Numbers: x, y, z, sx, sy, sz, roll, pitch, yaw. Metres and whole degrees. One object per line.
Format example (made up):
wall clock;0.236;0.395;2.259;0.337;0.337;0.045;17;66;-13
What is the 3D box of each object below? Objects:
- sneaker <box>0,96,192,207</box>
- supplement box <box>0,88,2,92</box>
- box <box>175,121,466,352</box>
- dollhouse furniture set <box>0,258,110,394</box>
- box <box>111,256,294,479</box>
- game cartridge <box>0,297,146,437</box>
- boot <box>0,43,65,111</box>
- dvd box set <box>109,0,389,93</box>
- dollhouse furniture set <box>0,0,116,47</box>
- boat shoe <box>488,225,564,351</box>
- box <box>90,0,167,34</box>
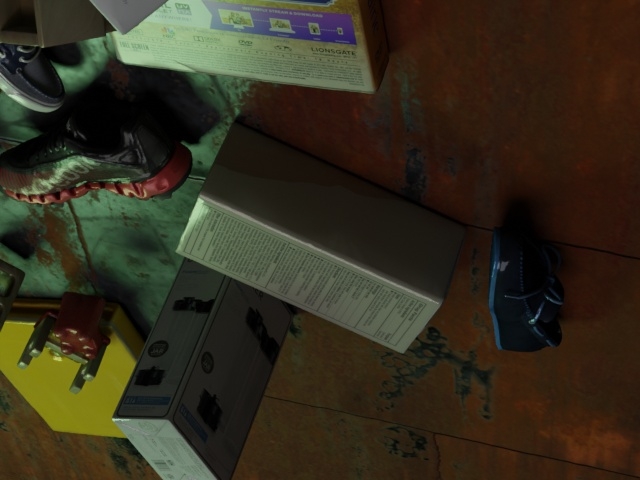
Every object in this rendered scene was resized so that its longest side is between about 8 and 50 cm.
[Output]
sneaker;-0.296;-0.112;1.847;0.276;0.097;0.135;-3;139;27
supplement box;-0.409;-0.212;1.808;0.043;0.055;0.083;4;142;21
box;0.000;0.000;1.819;0.311;0.121;0.148;25;145;-5
dollhouse furniture set;-0.437;0.041;2.089;0.374;0.152;0.201;28;145;-18
box;-0.145;0.159;1.966;0.087;0.290;0.169;-4;136;29
game cartridge;-0.366;0.203;2.358;0.285;0.052;0.323;2;143;26
boot;-0.349;-0.228;1.743;0.086;0.069;0.190;-24;125;38
dvd box set;-0.108;-0.325;1.492;0.308;0.062;0.420;8;144;19
dollhouse furniture set;-0.283;-0.351;1.416;0.286;0.198;0.303;11;112;41
boat shoe;0.248;0.053;1.801;0.089;0.109;0.258;3;158;13
box;-0.096;-0.367;1.187;0.345;0.168;0.215;-36;118;13
